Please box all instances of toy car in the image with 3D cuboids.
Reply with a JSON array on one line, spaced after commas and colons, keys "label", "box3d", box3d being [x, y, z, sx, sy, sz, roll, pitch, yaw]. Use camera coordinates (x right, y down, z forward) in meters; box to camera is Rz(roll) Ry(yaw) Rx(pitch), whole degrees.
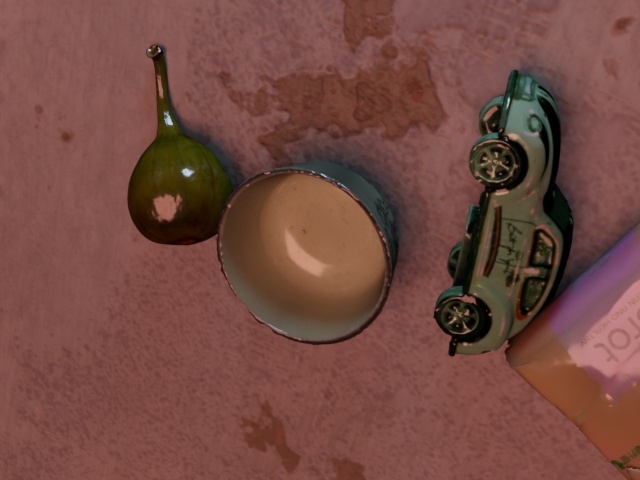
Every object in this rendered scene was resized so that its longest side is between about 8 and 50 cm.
[{"label": "toy car", "box3d": [0.200, -0.018, 1.198, 0.125, 0.136, 0.305, 14, 117, 6]}]

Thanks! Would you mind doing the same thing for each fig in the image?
[{"label": "fig", "box3d": [-0.178, -0.109, 1.355, 0.124, 0.124, 0.236, -18, 82, 30]}]

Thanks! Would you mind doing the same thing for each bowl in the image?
[{"label": "bowl", "box3d": [0.000, 0.000, 1.308, 0.211, 0.112, 0.211, 10, 117, 21]}]

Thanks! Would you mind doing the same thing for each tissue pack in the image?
[{"label": "tissue pack", "box3d": [0.353, 0.102, 1.189, 0.215, 0.123, 0.256, 45, 116, 2]}]
